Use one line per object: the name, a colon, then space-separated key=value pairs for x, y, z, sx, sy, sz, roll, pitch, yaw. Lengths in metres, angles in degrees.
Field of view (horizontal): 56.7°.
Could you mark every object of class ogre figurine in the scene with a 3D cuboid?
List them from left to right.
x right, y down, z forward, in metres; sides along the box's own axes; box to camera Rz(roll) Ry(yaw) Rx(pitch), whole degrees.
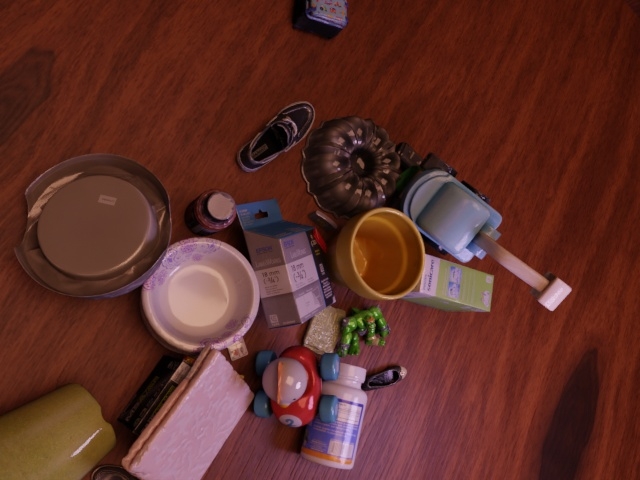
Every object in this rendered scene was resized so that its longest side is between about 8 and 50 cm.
ogre figurine: x=0.124 y=0.265 z=1.765 sx=0.197 sy=0.097 sz=0.118 roll=-12 pitch=108 yaw=-15

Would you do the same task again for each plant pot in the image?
plant pot: x=-0.592 y=0.444 z=1.259 sx=0.254 sy=0.276 sz=0.276 roll=-34 pitch=101 yaw=-40
plant pot: x=0.130 y=0.046 z=1.706 sx=0.254 sy=0.239 sz=0.254 roll=4 pitch=82 yaw=-28

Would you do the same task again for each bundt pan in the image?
bundt pan: x=0.110 y=-0.229 z=1.796 sx=0.331 sy=0.124 sz=0.330 roll=3 pitch=83 yaw=-28

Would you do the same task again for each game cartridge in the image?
game cartridge: x=0.008 y=-0.057 z=1.755 sx=0.083 sy=0.056 sz=0.017 roll=37 pitch=60 yaw=-20

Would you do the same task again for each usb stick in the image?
usb stick: x=0.350 y=-0.215 z=1.973 sx=0.278 sy=0.045 sz=0.077 roll=41 pitch=67 yaw=-19

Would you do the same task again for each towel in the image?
towel: x=-0.299 y=0.438 z=1.409 sx=0.317 sy=0.053 sz=0.332 roll=-55 pitch=154 yaw=-24
towel: x=0.010 y=0.258 z=1.734 sx=0.110 sy=0.027 sz=0.148 roll=26 pitch=73 yaw=-23

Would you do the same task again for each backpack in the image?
backpack: x=0.004 y=-0.724 z=1.802 sx=0.158 sy=0.117 sz=0.173 roll=9 pitch=77 yaw=-29

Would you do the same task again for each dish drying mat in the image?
dish drying mat: x=0.000 y=0.000 z=1.673 sx=0.083 sy=0.008 sz=0.032 roll=55 pitch=28 yaw=-43

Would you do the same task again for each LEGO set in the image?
LEGO set: x=-0.281 y=0.275 z=1.553 sx=0.182 sy=0.060 sz=0.244 roll=-19 pitch=94 yaw=-26

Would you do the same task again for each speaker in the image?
speaker: x=0.375 y=-0.108 z=1.925 sx=0.296 sy=0.131 sz=0.131 roll=41 pitch=66 yaw=-19

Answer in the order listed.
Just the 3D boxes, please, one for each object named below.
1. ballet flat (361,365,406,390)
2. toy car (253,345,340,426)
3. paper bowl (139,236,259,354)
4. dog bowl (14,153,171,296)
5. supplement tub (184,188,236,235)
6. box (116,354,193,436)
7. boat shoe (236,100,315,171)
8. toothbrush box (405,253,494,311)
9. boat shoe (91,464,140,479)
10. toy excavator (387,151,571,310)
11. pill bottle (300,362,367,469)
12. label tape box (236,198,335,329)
ballet flat: x=0.197 y=0.424 z=1.806 sx=0.173 sy=0.049 sz=0.057 roll=-12 pitch=91 yaw=-30
toy car: x=-0.083 y=0.375 z=1.501 sx=0.219 sy=0.238 sz=0.210 roll=0 pitch=82 yaw=14
paper bowl: x=-0.305 y=0.144 z=1.483 sx=0.284 sy=0.148 sz=0.284 roll=6 pitch=72 yaw=-20
dog bowl: x=-0.508 y=-0.024 z=1.361 sx=0.349 sy=0.102 sz=0.348 roll=2 pitch=67 yaw=-5
supplement tub: x=-0.277 y=-0.073 z=1.510 sx=0.106 sy=0.198 sz=0.106 roll=3 pitch=82 yaw=-24
box: x=-0.391 y=0.364 z=1.405 sx=0.045 sy=0.184 sz=0.190 roll=42 pitch=67 yaw=-21
boat shoe: x=-0.111 y=-0.307 z=1.691 sx=0.301 sy=0.102 sz=0.108 roll=-41 pitch=104 yaw=-27
toothbrush box: x=0.359 y=0.137 z=1.843 sx=0.283 sy=0.206 sz=0.122 roll=15 pitch=77 yaw=-27
boat shoe: x=-0.448 y=0.601 z=1.411 sx=0.206 sy=0.065 sz=0.075 roll=41 pitch=66 yaw=-19
toy excavator: x=0.436 y=-0.010 z=1.662 sx=0.433 sy=0.445 sz=0.222 roll=35 pitch=102 yaw=-18
pill bottle: x=0.045 y=0.482 z=1.655 sx=0.152 sy=0.152 sz=0.272 roll=21 pitch=74 yaw=-26
label tape box: x=-0.086 y=0.044 z=1.597 sx=0.241 sy=0.106 sz=0.333 roll=-21 pitch=96 yaw=-66
